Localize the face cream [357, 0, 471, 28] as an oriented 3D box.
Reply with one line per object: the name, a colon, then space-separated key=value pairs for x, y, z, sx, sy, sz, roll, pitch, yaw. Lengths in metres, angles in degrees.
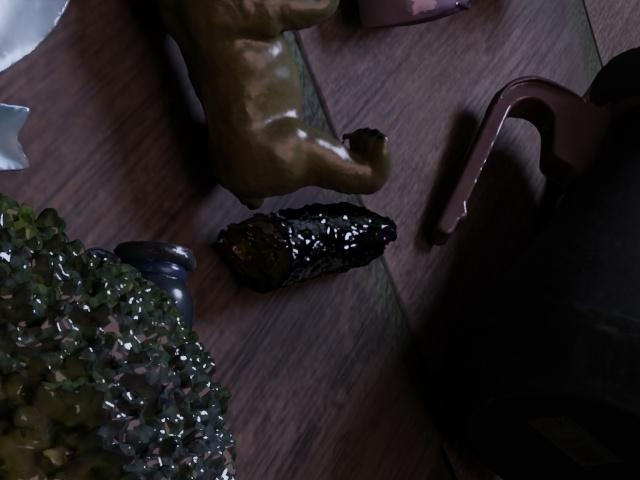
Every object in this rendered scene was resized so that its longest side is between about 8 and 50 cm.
face cream: x=0.049 y=-0.287 z=0.886 sx=0.107 sy=0.073 sz=0.269 roll=-20 pitch=105 yaw=-47

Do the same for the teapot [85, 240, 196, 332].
teapot: x=-0.099 y=0.043 z=0.663 sx=0.049 sy=0.063 sz=0.083 roll=83 pitch=10 yaw=-75

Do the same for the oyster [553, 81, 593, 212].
oyster: x=0.256 y=-0.004 z=1.173 sx=0.166 sy=0.094 sz=0.294 roll=44 pitch=59 yaw=-19

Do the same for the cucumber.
cucumber: x=0.000 y=0.000 z=0.809 sx=0.181 sy=0.053 sz=0.053 roll=-12 pitch=97 yaw=-59

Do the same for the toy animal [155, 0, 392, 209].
toy animal: x=-0.049 y=-0.112 z=0.717 sx=0.101 sy=0.103 sz=0.218 roll=-33 pitch=116 yaw=-34

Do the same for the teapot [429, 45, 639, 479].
teapot: x=0.239 y=0.022 z=0.990 sx=0.300 sy=0.253 sz=0.344 roll=27 pitch=59 yaw=-1

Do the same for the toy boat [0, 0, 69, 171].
toy boat: x=-0.146 y=-0.172 z=0.574 sx=0.220 sy=0.067 sz=0.291 roll=15 pitch=71 yaw=-60

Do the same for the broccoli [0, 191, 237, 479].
broccoli: x=-0.122 y=0.091 z=0.511 sx=0.176 sy=0.226 sz=0.198 roll=13 pitch=55 yaw=-36
